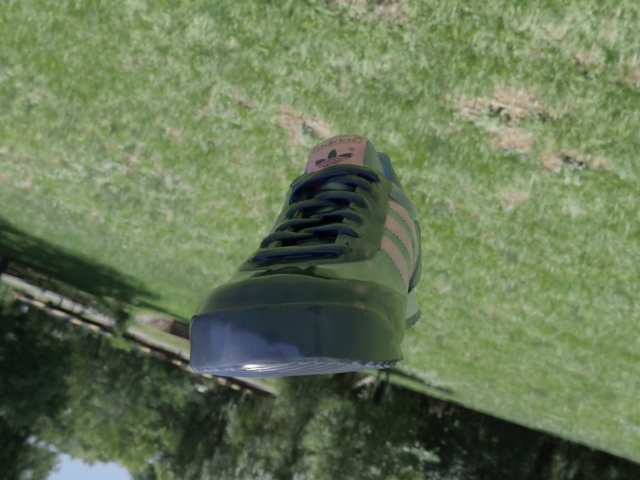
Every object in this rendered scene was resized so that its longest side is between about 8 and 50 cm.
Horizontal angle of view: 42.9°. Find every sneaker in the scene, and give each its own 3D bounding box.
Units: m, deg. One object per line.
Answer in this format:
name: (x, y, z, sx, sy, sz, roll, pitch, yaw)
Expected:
sneaker: (0.000, 0.000, 0.476, 0.112, 0.131, 0.319, -1, -178, 9)
